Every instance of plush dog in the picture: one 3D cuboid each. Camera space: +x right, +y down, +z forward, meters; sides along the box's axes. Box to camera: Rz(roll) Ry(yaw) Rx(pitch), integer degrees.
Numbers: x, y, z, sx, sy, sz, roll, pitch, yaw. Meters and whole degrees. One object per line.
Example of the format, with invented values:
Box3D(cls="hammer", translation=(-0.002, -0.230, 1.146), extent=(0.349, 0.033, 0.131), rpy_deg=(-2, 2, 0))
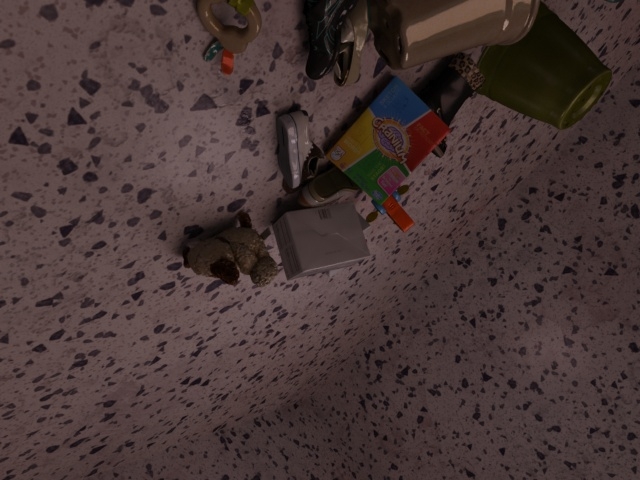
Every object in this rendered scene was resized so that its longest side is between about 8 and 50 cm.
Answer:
Box3D(cls="plush dog", translation=(-0.282, 0.040, 1.411), extent=(0.225, 0.262, 0.211), rpy_deg=(-25, 118, -49))

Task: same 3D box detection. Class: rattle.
Box3D(cls="rattle", translation=(-0.176, -0.454, 0.956), extent=(0.130, 0.143, 0.200), rpy_deg=(-1, 161, -7))

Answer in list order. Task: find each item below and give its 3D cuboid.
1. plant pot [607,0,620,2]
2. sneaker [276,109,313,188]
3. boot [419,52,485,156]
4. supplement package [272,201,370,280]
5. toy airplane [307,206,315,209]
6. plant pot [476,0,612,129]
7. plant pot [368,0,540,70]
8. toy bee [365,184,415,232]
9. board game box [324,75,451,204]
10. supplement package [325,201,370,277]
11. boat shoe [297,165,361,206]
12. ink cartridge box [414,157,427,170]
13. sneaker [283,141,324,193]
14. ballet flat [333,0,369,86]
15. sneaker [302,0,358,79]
Box3D(cls="plant pot", translation=(0.713, -0.820, 1.240), extent=(0.341, 0.334, 0.341), rpy_deg=(-31, 152, -19))
Box3D(cls="sneaker", translation=(-0.063, -0.252, 1.347), extent=(0.091, 0.094, 0.258), rpy_deg=(-26, 150, -19))
Box3D(cls="boot", translation=(0.443, -0.461, 1.668), extent=(0.284, 0.138, 0.377), rpy_deg=(-49, 152, 12))
Box3D(cls="supplement package", translation=(0.000, 0.000, 1.610), extent=(0.261, 0.204, 0.145), rpy_deg=(-11, 169, -29))
Box3D(cls="toy airplane", translation=(-0.025, -0.117, 1.682), extent=(0.151, 0.028, 0.151), rpy_deg=(-24, 147, -17))
Box3D(cls="plant pot", translation=(0.810, -0.592, 1.702), extent=(0.366, 0.353, 0.367), rpy_deg=(-32, 152, -19))
Box3D(cls="plant pot", translation=(0.274, -0.566, 1.115), extent=(0.305, 0.334, 0.334), rpy_deg=(-26, 153, -4))
Box3D(cls="toy bee", translation=(0.242, -0.171, 1.800), extent=(0.195, 0.299, 0.162), rpy_deg=(-20, -168, -1))
Box3D(cls="board game box", translation=(0.205, -0.306, 1.479), extent=(0.316, 0.242, 0.064), rpy_deg=(-48, -168, 12))
Box3D(cls="supplement package", translation=(0.070, 0.000, 1.856), extent=(0.194, 0.149, 0.203), rpy_deg=(-31, 151, -20))
Box3D(cls="boat shoe", translation=(0.039, -0.186, 1.593), extent=(0.103, 0.113, 0.302), rpy_deg=(-27, 176, 43))
Box3D(cls="ink cartridge box", translation=(0.273, -0.300, 1.629), extent=(0.127, 0.128, 0.176), rpy_deg=(-43, 165, 12))
Box3D(cls="sneaker", translation=(-0.053, -0.206, 1.457), extent=(0.066, 0.071, 0.188), rpy_deg=(-12, 141, -45))
Box3D(cls="ballet flat", translation=(0.067, -0.486, 1.174), extent=(0.086, 0.086, 0.248), rpy_deg=(-31, 152, -20))
Box3D(cls="sneaker", translation=(0.002, -0.499, 1.083), extent=(0.106, 0.101, 0.267), rpy_deg=(0, 134, -27))
